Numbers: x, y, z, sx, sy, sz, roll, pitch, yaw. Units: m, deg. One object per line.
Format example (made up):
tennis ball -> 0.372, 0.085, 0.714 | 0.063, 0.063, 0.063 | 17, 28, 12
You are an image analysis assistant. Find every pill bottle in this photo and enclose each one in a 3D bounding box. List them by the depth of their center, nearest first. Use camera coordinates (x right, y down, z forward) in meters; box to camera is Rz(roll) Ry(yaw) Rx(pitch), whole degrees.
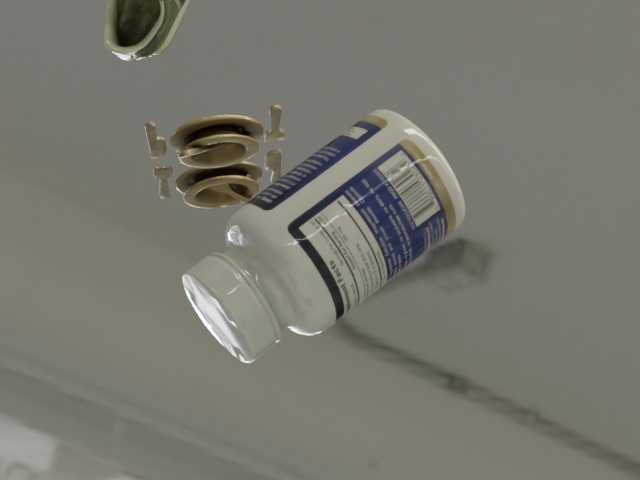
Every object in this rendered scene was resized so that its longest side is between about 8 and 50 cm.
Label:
pill bottle -> 0.000, 0.000, 1.139 | 0.094, 0.169, 0.094 | 47, -19, 21

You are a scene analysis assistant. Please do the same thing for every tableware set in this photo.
tableware set -> -0.095, -0.067, 1.728 | 0.128, 0.039, 0.194 | -8, -19, -4

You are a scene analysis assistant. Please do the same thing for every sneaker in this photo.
sneaker -> -0.144, -0.246, 1.636 | 0.064, 0.192, 0.086 | 27, 21, 11
